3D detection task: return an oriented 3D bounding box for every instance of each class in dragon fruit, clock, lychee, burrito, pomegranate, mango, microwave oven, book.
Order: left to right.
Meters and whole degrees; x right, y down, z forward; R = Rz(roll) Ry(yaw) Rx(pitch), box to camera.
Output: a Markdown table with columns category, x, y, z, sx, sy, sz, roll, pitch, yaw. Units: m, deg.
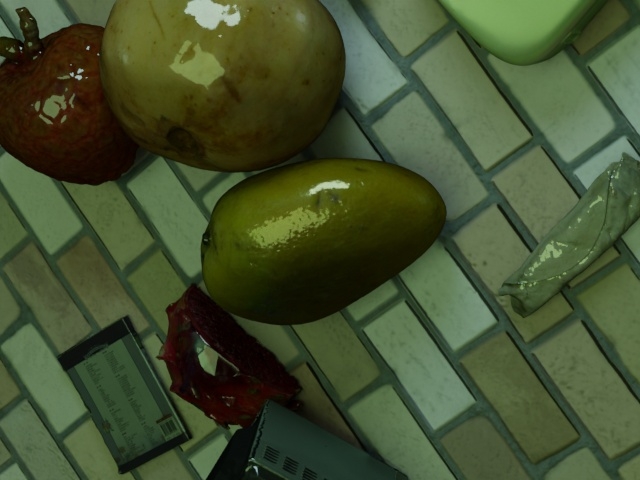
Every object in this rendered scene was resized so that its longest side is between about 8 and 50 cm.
| category | x | y | z | sx | sy | sz | roll | pitch | yaw |
| --- | --- | --- | --- | --- | --- | --- | --- | --- | --- |
| lychee | -0.384 | -0.213 | 1.785 | 0.255 | 0.300 | 0.255 | -21 | 46 | 24 |
| book | -0.326 | 0.259 | 1.979 | 0.157 | 0.026 | 0.231 | -30 | 88 | 23 |
| dragon fruit | -0.172 | 0.215 | 1.842 | 0.274 | 0.126 | 0.161 | 43 | 113 | 12 |
| pomegranate | -0.133 | -0.260 | 1.645 | 0.338 | 0.338 | 0.338 | 5 | 102 | 23 |
| microwave oven | -0.070 | 0.470 | 1.753 | 0.286 | 0.218 | 0.355 | 31 | 110 | -5 |
| mango | 0.000 | 0.000 | 1.670 | 0.364 | 0.253 | 0.182 | -14 | 52 | 18 |
| clock | 0.243 | -0.427 | 1.538 | 0.348 | 0.117 | 0.286 | 46 | 114 | 11 |
| burrito | 0.343 | -0.001 | 1.608 | 0.082 | 0.059 | 0.275 | 41 | 114 | -4 |
